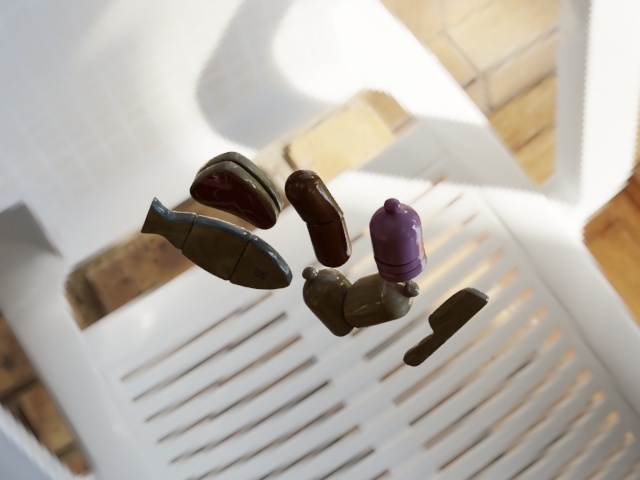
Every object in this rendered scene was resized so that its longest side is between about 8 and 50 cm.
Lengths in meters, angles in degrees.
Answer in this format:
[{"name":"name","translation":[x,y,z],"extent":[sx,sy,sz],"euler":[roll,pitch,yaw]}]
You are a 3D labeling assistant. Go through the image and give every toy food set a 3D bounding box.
[{"name":"toy food set","translation":[0.000,0.000,0.583],"extent":[0.078,0.122,0.019],"euler":[-48,-164,48]}]
